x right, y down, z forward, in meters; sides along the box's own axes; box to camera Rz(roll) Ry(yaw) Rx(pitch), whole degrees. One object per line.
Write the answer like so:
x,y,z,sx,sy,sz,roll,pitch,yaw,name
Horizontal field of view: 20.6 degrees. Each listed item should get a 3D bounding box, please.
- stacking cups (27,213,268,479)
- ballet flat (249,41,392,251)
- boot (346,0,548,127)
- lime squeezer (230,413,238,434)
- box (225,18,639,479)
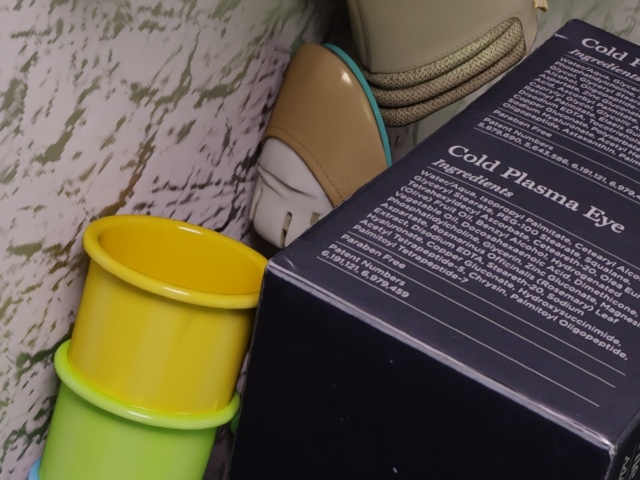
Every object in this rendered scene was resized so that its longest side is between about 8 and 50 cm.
-0.100,0.149,0.854,0.096,0.096,0.316,-15,125,-57,stacking cups
0.000,0.000,0.938,0.073,0.080,0.232,-35,141,-22,ballet flat
0.089,-0.202,0.909,0.262,0.095,0.203,-52,149,-21,boot
0.005,0.179,1.129,0.310,0.058,0.110,26,58,-61,lime squeezer
0.102,0.110,0.931,0.312,0.179,0.343,-41,150,-46,box
